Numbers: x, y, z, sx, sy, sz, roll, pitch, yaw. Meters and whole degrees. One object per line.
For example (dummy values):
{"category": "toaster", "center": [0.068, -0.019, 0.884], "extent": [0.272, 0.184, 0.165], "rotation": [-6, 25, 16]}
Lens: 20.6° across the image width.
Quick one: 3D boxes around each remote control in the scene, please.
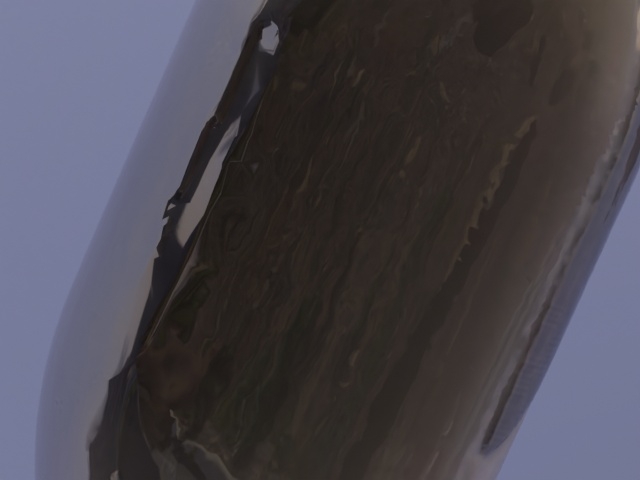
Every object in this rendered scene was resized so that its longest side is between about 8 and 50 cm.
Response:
{"category": "remote control", "center": [0.000, 0.000, 0.587], "extent": [0.221, 0.103, 0.332], "rotation": [32, -78, 51]}
